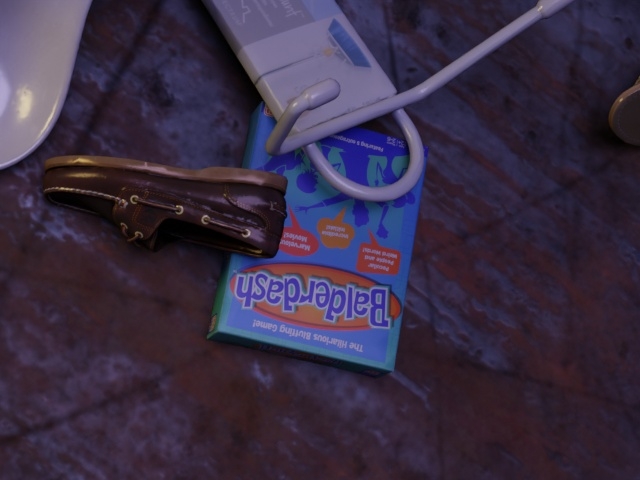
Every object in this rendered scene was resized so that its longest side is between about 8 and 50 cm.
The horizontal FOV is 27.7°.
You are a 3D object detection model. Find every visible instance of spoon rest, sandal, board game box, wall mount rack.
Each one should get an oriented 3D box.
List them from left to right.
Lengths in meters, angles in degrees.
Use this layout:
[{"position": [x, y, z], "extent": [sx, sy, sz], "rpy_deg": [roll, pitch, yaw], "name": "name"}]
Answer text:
[{"position": [-0.240, -0.180, 1.064], "extent": [0.137, 0.084, 0.276], "rpy_deg": [38, 78, -18], "name": "spoon rest"}, {"position": [0.000, 0.000, 1.134], "extent": [0.160, 0.047, 0.210], "rpy_deg": [13, 74, -14], "name": "board game box"}, {"position": [0.033, -0.221, 1.132], "extent": [0.304, 0.130, 0.350], "rpy_deg": [-25, 75, -31], "name": "wall mount rack"}, {"position": [0.361, -0.154, 1.283], "extent": [0.240, 0.088, 0.079], "rpy_deg": [-8, 48, -26], "name": "sandal"}]

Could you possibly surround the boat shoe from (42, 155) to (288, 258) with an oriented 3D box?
[{"position": [-0.131, -0.026, 1.065], "extent": [0.207, 0.073, 0.073], "rpy_deg": [5, 79, 8], "name": "boat shoe"}]
